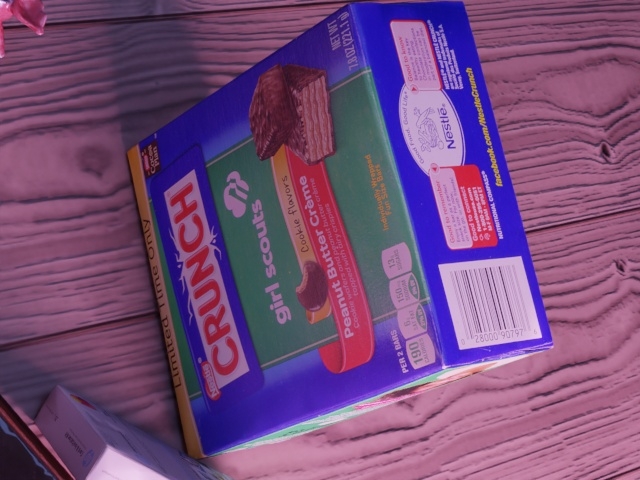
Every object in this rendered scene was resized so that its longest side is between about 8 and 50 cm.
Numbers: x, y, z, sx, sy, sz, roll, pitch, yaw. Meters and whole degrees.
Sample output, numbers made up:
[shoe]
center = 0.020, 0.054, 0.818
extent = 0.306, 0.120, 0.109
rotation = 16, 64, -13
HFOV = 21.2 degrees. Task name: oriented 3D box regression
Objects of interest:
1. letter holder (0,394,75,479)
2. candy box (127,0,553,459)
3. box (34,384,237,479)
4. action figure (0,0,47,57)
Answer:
[letter holder]
center = -0.248, 0.183, 1.161
extent = 0.152, 0.214, 0.302
rotation = -40, 103, -8
[candy box]
center = 0.000, 0.000, 1.296
extent = 0.122, 0.317, 0.268
rotation = -5, 76, -38
[box]
center = -0.109, 0.181, 1.259
extent = 0.186, 0.145, 0.038
rotation = 34, 88, -26
[action figure]
center = -0.279, -0.324, 1.329
extent = 0.276, 0.248, 0.370
rotation = -37, 117, -83
